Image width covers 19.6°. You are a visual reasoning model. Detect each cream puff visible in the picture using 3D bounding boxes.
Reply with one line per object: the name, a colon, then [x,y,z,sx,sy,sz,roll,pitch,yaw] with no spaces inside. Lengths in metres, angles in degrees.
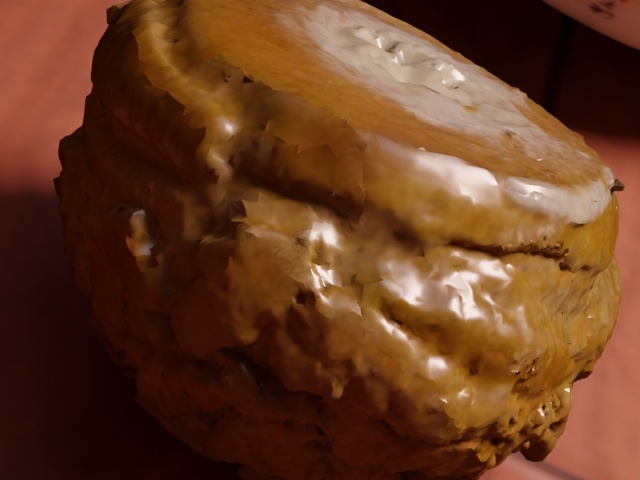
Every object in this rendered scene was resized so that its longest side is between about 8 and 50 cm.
cream puff: [0.001,0.003,0.425,0.126,0.103,0.144,9,22,-34]

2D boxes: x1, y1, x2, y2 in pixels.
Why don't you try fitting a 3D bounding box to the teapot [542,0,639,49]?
teapot: [0.105,-0.130,0.648,0.300,0.166,0.208,5,46,-16]
